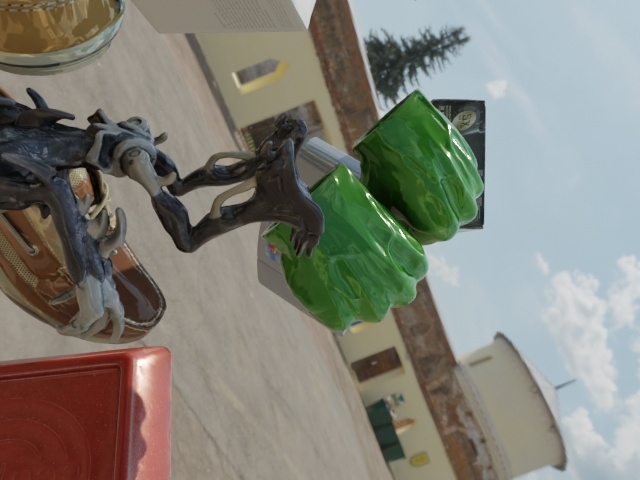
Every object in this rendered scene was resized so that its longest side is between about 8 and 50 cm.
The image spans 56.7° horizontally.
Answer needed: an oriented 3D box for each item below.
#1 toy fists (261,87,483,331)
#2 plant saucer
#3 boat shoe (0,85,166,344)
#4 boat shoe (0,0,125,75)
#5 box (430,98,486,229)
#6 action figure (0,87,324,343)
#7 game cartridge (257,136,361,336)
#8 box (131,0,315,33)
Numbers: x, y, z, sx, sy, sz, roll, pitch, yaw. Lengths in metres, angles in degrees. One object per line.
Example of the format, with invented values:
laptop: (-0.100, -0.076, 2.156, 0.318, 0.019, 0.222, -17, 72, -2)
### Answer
toy fists: (0.066, -0.028, 0.601, 0.142, 0.279, 0.096, 49, -34, -8)
plant saucer: (-0.255, 0.200, 0.479, 0.047, 0.259, 0.259, 95, -13, -51)
boat shoe: (-0.262, -0.023, 0.568, 0.324, 0.117, 0.123, 49, 31, -26)
boat shoe: (-0.276, -0.366, 0.455, 0.499, 0.187, 0.156, 66, -22, 17)
box: (0.183, -0.103, 0.878, 0.147, 0.078, 0.180, 145, -53, -86)
action figure: (-0.142, -0.020, 0.369, 0.164, 0.276, 0.140, -116, -150, -56)
game cartridge: (0.000, 0.000, 0.921, 0.062, 0.198, 0.297, -47, 162, -48)
box: (-0.179, -0.528, 1.115, 0.168, 0.346, 0.214, 49, 54, -60)
